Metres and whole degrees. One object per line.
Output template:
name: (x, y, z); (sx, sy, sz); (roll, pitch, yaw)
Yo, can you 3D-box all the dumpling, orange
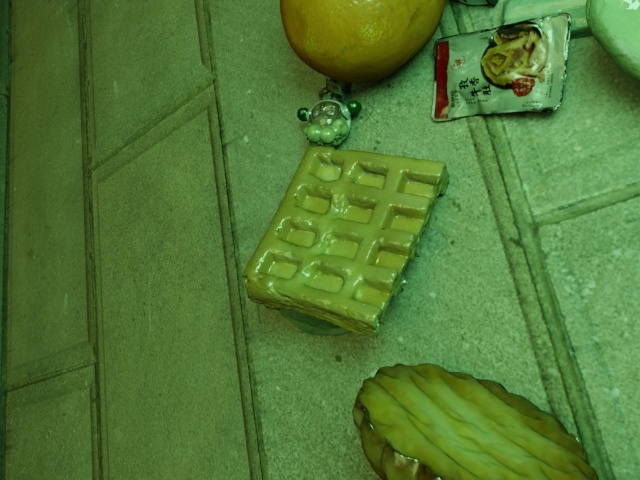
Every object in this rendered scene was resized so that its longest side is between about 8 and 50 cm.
dumpling: (0.006, 0.113, 0.974); (0.219, 0.152, 0.108); (-2, 58, 28)
orange: (0.074, -0.449, 0.894); (0.312, 0.312, 0.312); (-7, 78, 36)

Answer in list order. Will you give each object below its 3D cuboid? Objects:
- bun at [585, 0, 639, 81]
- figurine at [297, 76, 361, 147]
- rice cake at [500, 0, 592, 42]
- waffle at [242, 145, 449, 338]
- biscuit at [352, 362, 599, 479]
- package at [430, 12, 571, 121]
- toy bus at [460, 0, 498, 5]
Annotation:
bun: (0.490, -0.318, 0.635); (0.283, 0.179, 0.283); (1, 94, 10)
figurine: (0.019, -0.281, 1.033); (0.147, 0.093, 0.197); (-1, 81, 27)
rice cake: (0.401, -0.388, 0.794); (0.211, 0.038, 0.124); (13, 91, 39)
waffle: (0.037, -0.018, 0.895); (0.304, 0.077, 0.348); (15, 69, 29)
biscuit: (0.198, 0.280, 0.661); (0.326, 0.326, 0.107); (23, 103, 38)
package: (0.298, -0.289, 0.843); (0.239, 0.030, 0.154); (7, 96, 46)
toy bus: (0.293, -0.525, 0.873); (0.089, 0.087, 0.194); (20, 96, 48)
